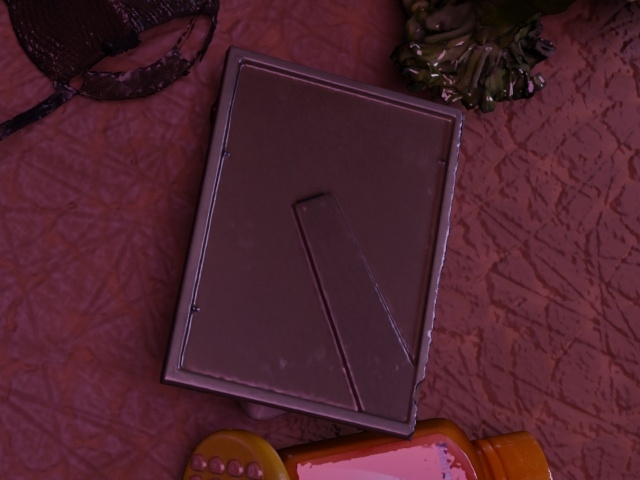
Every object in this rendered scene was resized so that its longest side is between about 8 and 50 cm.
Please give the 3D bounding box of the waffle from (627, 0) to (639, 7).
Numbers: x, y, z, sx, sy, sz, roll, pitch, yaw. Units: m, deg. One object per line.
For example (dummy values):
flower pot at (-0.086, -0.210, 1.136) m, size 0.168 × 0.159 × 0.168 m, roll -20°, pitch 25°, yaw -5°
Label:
waffle at (0.274, -0.288, 1.593) m, size 0.250 × 0.056 × 0.261 m, roll 48°, pitch 39°, yaw -6°

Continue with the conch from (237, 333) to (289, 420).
conch at (-0.014, 0.092, 1.540) m, size 0.176 × 0.104 × 0.094 m, roll -8°, pitch 123°, yaw -16°

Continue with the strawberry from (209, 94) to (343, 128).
strawberry at (-0.028, -0.073, 1.572) m, size 0.152 × 0.048 × 0.104 m, roll 44°, pitch 84°, yaw -2°

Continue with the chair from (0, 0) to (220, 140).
chair at (-0.191, -0.193, 1.528) m, size 0.174 × 0.149 × 0.213 m, roll 60°, pitch 35°, yaw 0°

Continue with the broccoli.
broccoli at (0.158, -0.200, 1.489) m, size 0.145 × 0.304 × 0.165 m, roll 11°, pitch 81°, yaw -13°

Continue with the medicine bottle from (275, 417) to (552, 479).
medicine bottle at (0.075, 0.226, 1.537) m, size 0.222 × 0.112 × 0.149 m, roll -10°, pitch 88°, yaw -13°

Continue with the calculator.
calculator at (-0.064, 0.268, 1.493) m, size 0.032 × 0.146 × 0.235 m, roll -4°, pitch 93°, yaw -43°

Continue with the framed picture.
framed picture at (0.000, 0.000, 1.507) m, size 0.211 × 0.020 × 0.290 m, roll 14°, pitch 69°, yaw -12°
